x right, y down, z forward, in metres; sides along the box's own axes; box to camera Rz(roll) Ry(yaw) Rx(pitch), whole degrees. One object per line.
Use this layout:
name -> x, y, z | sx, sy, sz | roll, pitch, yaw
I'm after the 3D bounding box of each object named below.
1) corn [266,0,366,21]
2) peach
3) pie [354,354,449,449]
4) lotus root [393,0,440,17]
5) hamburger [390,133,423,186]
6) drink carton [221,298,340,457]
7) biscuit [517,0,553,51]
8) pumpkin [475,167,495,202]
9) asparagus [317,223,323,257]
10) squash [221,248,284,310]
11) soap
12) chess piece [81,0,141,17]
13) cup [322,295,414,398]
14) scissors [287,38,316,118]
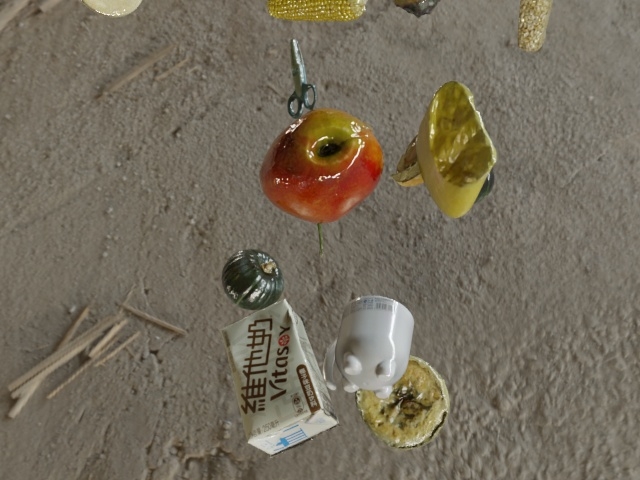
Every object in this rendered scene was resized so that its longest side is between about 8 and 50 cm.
corn -> -0.010, -0.613, 1.358 | 0.260, 0.091, 0.091 | 7, 41, 16
peach -> 0.002, -0.202, 1.497 | 0.373, 0.372, 0.290 | -37, 80, -5
pie -> 0.230, 0.457, 1.496 | 0.274, 0.055, 0.274 | 0, 88, 9
lotus root -> 0.030, -0.272, 0.403 | 0.138, 0.214, 0.138 | -28, 38, 25
hamburger -> 0.359, -0.255, 1.825 | 0.207, 0.155, 0.135 | -52, 50, 0
drink carton -> -0.106, 0.330, 1.292 | 0.194, 0.132, 0.324 | -26, 50, 3
biscuit -> 0.483, -0.515, 1.186 | 0.070, 0.168, 0.082 | 19, 48, 28
pumpkin -> 0.524, -0.254, 1.953 | 0.250, 0.216, 0.249 | 3, 40, -2
asparagus -> 0.000, 0.000, 1.682 | 0.014, 0.015, 0.114 | -1, 82, -22
squash -> -0.217, 0.124, 1.708 | 0.218, 0.218, 0.172 | 36, 118, 31
soap -> 0.368, -0.236, 1.527 | 0.115, 0.427, 0.306 | -23, 70, -8
chess piece -> -0.542, -0.647, 1.332 | 0.167, 0.167, 0.300 | -38, 29, -6
cup -> 0.074, 0.196, 0.946 | 0.174, 0.134, 0.142 | -2, 42, 20
scissors -> -0.075, -0.565, 1.810 | 0.138, 0.041, 0.289 | -21, 71, 43
